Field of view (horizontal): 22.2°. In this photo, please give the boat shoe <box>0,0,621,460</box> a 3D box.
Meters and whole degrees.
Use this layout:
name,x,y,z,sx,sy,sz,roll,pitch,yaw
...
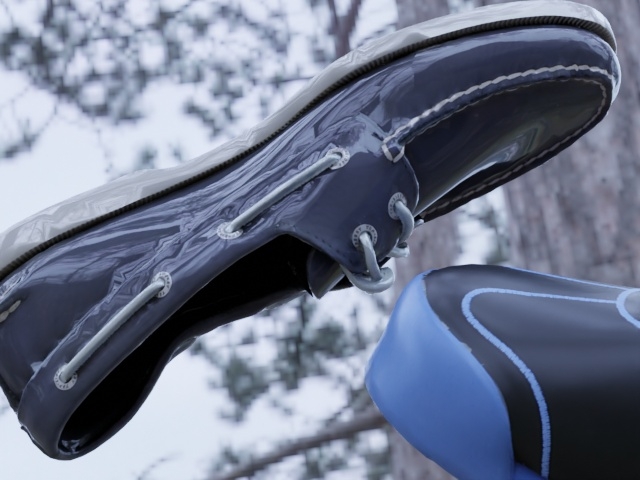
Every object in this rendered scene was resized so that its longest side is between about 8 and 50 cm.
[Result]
name,x,y,z,sx,sy,sz,roll,pitch,yaw
boat shoe,0.000,0.000,0.469,0.206,0.065,0.075,-25,-33,-1

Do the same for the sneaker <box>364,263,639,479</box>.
name,x,y,z,sx,sy,sz,roll,pitch,yaw
sneaker,0.127,0.036,0.356,0.232,0.090,0.081,20,20,12
